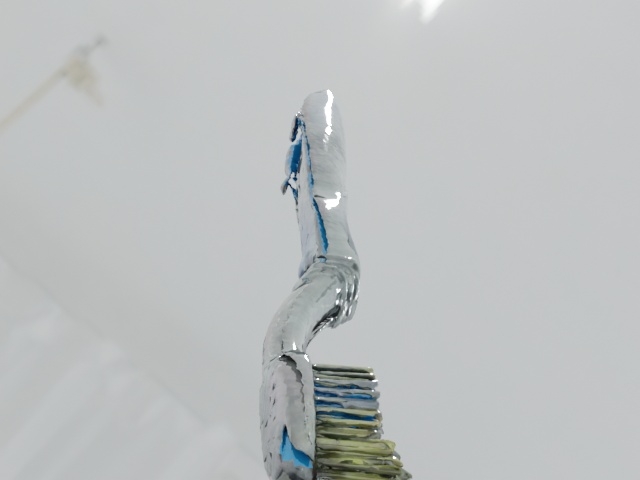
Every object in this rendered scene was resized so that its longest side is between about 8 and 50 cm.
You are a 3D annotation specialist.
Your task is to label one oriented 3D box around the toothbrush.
[{"bbox_3d":[0.000,0.000,0.698,0.042,0.413,0.035,9,-72,-4],"label":"toothbrush"}]
